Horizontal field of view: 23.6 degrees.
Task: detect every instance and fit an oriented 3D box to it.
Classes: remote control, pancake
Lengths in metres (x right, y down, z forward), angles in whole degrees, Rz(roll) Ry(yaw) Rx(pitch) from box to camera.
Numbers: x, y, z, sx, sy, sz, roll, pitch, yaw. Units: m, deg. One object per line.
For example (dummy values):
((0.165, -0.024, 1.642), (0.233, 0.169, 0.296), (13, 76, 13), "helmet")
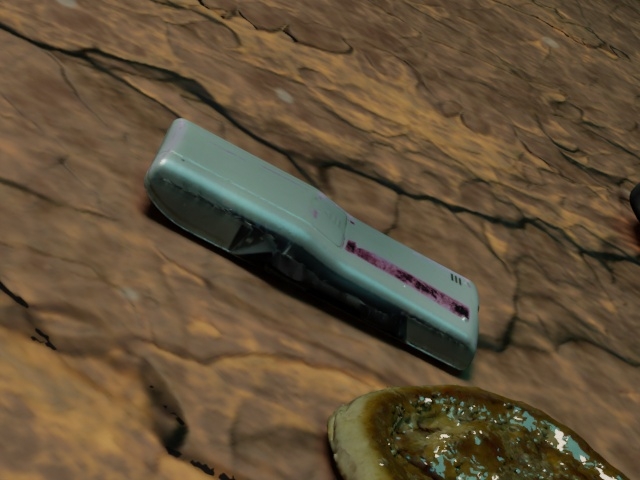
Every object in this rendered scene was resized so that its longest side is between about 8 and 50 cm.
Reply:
((0.000, 0.000, 0.689), (0.166, 0.029, 0.065), (28, 26, -7), "remote control")
((0.074, 0.103, 0.590), (0.158, 0.028, 0.158), (26, 24, -13), "pancake")

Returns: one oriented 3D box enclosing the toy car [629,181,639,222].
((0.327, 0.003, 0.881), (0.212, 0.180, 0.270), (29, 25, -28), "toy car")
